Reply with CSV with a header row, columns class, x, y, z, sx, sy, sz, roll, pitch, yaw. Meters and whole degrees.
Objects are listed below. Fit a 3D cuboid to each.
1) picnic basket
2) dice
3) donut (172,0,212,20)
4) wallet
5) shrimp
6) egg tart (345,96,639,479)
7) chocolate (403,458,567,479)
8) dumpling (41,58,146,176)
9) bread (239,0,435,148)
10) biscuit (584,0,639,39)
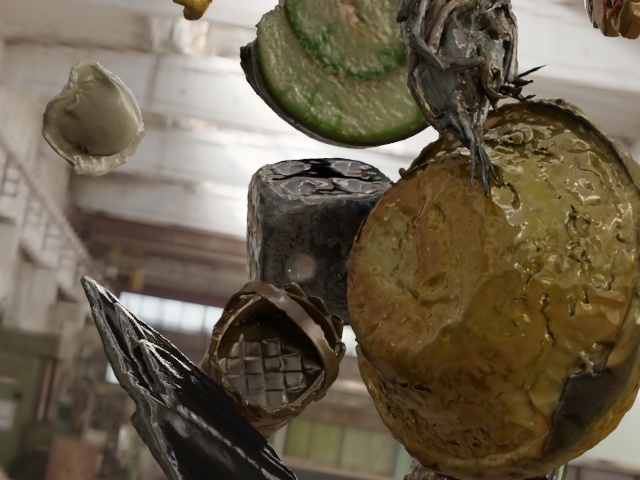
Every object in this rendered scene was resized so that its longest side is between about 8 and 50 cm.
class,x,y,z,sx,sy,sz,roll,pitch,yaw
picnic basket,-0.040,0.101,1.408,0.128,0.138,0.178,37,-31,9
dice,0.000,0.000,1.913,0.183,0.181,0.182,-3,20,-10
donut,-0.197,-0.358,2.233,0.067,0.038,0.083,22,-17,-19
wallet,-0.076,0.176,1.193,0.247,0.041,0.323,44,8,-41
shrimp,0.138,-0.219,1.595,0.172,0.372,0.137,22,-52,-35
egg tart,0.170,0.043,1.631,0.178,0.443,0.443,16,-11,-40
chocolate,0.198,0.391,1.978,0.210,0.340,0.225,12,-15,14
dumpling,-0.300,-0.158,1.936,0.108,0.127,0.188,49,-10,35
bread,0.057,-0.327,2.350,0.382,0.366,0.129,-13,4,-8
biscuit,0.442,-0.391,2.225,0.041,0.212,0.239,7,-8,-13
